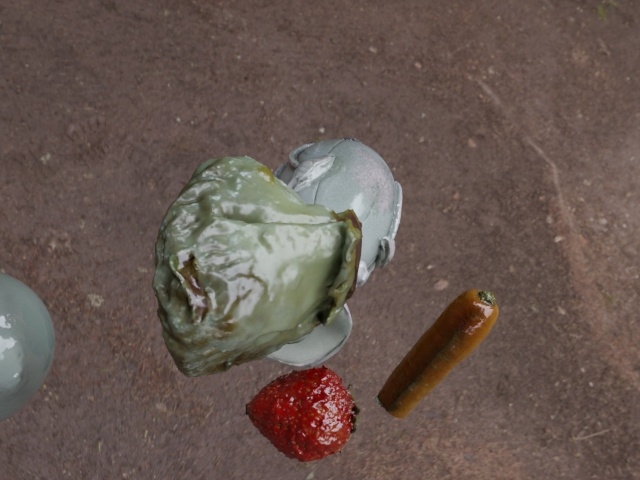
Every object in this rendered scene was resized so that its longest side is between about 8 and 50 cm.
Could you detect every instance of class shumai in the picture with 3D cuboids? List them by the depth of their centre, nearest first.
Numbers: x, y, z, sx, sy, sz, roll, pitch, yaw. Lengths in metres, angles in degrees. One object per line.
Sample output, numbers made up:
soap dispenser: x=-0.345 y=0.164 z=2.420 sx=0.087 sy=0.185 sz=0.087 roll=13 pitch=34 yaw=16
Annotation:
shumai: x=-0.034 y=0.031 z=0.485 sx=0.141 sy=0.184 sz=0.184 roll=-2 pitch=57 yaw=17

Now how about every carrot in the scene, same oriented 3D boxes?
carrot: x=0.163 y=0.151 z=0.849 sx=0.067 sy=0.225 sz=0.067 roll=31 pitch=23 yaw=-14

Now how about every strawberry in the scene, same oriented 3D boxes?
strawberry: x=-0.032 y=0.260 z=0.939 sx=0.187 sy=0.082 sz=0.147 roll=1 pitch=76 yaw=13

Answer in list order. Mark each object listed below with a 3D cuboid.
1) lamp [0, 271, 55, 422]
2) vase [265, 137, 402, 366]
lamp: x=-0.226 y=0.068 z=0.395 sx=0.105 sy=0.105 sz=0.105 roll=8 pitch=59 yaw=-14
vase: x=0.000 y=0.000 z=1.024 sx=0.249 sy=0.250 sz=0.445 roll=27 pitch=35 yaw=-2
